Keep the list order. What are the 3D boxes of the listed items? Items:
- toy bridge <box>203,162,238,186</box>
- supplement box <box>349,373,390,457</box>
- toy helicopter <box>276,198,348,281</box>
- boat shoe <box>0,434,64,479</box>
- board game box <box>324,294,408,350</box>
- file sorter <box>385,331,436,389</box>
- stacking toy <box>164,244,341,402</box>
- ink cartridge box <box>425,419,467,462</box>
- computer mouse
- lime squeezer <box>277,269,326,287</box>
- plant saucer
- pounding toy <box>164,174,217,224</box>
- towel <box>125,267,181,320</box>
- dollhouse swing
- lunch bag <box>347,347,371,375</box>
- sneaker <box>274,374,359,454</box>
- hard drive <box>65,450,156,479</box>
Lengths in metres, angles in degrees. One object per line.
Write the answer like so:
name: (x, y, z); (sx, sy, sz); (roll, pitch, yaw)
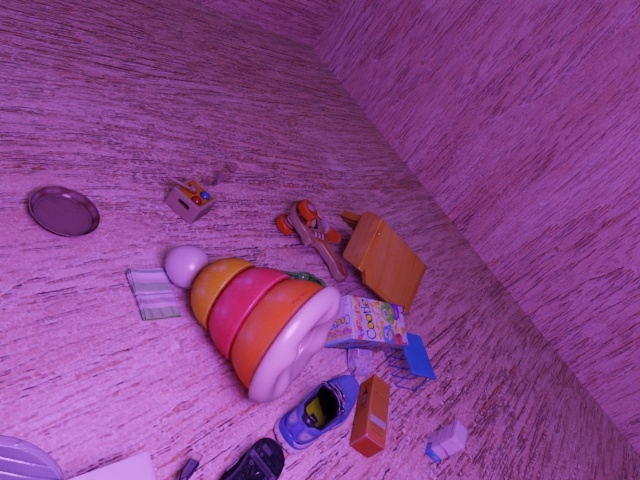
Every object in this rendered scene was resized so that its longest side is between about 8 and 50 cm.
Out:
toy bridge: (-0.362, -0.229, 1.742); (0.026, 0.063, 0.188); (44, 32, -2)
supplement box: (0.152, 0.515, 1.439); (0.080, 0.078, 0.233); (37, 32, -12)
toy helicopter: (0.000, 0.000, 1.872); (0.354, 0.140, 0.235); (58, 22, 1)
boat shoe: (-0.561, 0.344, 0.780); (0.302, 0.094, 0.109); (42, 73, -30)
board game box: (0.142, 0.280, 1.604); (0.276, 0.144, 0.141); (16, 59, -42)
file sorter: (0.306, 0.423, 1.705); (0.118, 0.104, 0.170); (22, 38, -34)
stacking toy: (-0.216, 0.157, 1.288); (0.480, 0.350, 0.351); (34, 28, 16)
ink cartridge box: (0.402, 0.639, 1.540); (0.052, 0.122, 0.088); (46, 31, 3)
computer mouse: (-0.203, 0.513, 1.045); (0.184, 0.060, 0.262); (48, 42, -3)
lime squeezer: (-0.050, 0.159, 1.664); (0.311, 0.059, 0.109); (36, 58, -9)
plant saucer: (-0.654, -0.068, 1.237); (0.169, 0.029, 0.168); (29, 34, -23)
pounding toy: (-0.419, -0.144, 1.535); (0.141, 0.100, 0.130); (43, 30, -3)
towel: (-0.431, 0.136, 1.259); (0.113, 0.023, 0.151); (0, 52, -49)
dollhouse swing: (0.198, 0.077, 1.969); (0.347, 0.305, 0.314); (42, 65, -35)
lunch bag: (0.126, 0.396, 1.576); (0.071, 0.053, 0.083); (17, 66, -39)
sneaker: (0.027, 0.448, 1.305); (0.129, 0.147, 0.330); (52, 31, 12)
hard drive: (-0.346, 0.544, 0.795); (0.210, 0.040, 0.318); (0, 62, -50)
